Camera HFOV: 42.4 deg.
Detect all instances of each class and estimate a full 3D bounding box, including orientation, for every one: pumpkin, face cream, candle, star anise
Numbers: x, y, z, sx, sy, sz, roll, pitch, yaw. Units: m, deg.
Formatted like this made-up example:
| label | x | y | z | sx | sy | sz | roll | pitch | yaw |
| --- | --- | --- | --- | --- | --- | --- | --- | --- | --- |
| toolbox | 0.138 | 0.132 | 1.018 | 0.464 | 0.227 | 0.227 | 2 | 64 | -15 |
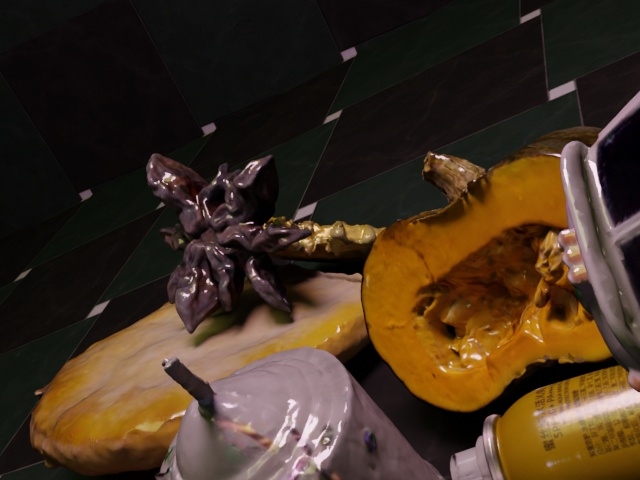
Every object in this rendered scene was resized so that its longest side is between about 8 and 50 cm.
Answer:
| label | x | y | z | sx | sy | sz | roll | pitch | yaw |
| --- | --- | --- | --- | --- | --- | --- | --- | --- | --- |
| pumpkin | 0.197 | 0.005 | 0.762 | 0.232 | 0.242 | 0.325 | -24 | -6 | -42 |
| face cream | 0.262 | 0.132 | 0.604 | 0.349 | 0.105 | 0.105 | -22 | 24 | 23 |
| candle | -0.025 | 0.177 | 0.613 | 0.187 | 0.330 | 0.187 | -29 | 29 | 18 |
| star anise | -0.122 | 0.000 | 1.013 | 0.283 | 0.212 | 0.129 | 6 | 7 | 39 |

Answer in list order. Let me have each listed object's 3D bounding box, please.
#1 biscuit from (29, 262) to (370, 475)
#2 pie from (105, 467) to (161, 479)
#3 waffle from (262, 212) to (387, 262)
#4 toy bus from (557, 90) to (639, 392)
| label | x | y | z | sx | sy | sz | roll | pitch | yaw |
| --- | --- | --- | --- | --- | --- | --- | --- | --- | --- |
| biscuit | -0.152 | 0.157 | 1.063 | 0.446 | 0.104 | 0.429 | -32 | 20 | -30 |
| pie | -0.201 | 0.311 | 0.918 | 0.219 | 0.054 | 0.204 | -13 | 28 | 41 |
| waffle | 0.000 | 0.002 | 1.139 | 0.250 | 0.056 | 0.261 | 8 | -10 | -41 |
| toy bus | 0.239 | 0.012 | 0.414 | 0.179 | 0.305 | 0.143 | -22 | 62 | 29 |
